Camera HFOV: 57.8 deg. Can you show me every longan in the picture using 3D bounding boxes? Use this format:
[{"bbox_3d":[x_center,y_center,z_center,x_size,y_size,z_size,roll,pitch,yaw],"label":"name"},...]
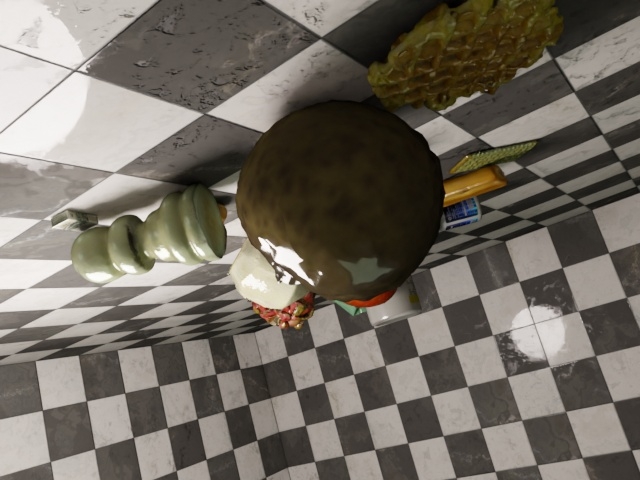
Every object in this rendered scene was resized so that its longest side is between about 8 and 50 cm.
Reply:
[{"bbox_3d":[0.043,-0.066,1.080,0.390,0.392,0.391,-15,167,-4],"label":"longan"}]

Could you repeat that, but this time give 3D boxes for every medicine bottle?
[{"bbox_3d":[0.458,-0.095,2.031,0.191,0.107,0.107,-15,167,-2],"label":"medicine bottle"},{"bbox_3d":[0.251,0.147,2.274,0.208,0.340,0.208,-15,167,-4],"label":"medicine bottle"}]

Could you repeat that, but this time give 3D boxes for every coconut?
[{"bbox_3d":[-0.130,0.086,1.725,0.247,0.245,0.245,29,156,-7],"label":"coconut"}]

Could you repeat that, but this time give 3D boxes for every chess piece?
[{"bbox_3d":[-0.392,0.001,1.295,0.330,0.183,0.182,-16,167,7],"label":"chess piece"}]

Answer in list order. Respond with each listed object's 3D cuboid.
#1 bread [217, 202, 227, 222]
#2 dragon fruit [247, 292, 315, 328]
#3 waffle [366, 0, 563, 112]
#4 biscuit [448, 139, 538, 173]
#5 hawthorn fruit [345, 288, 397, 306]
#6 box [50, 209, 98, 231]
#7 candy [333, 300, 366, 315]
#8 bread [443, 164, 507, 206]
[{"bbox_3d":[-0.318,-0.042,1.422,0.189,0.078,0.114,-15,171,-17],"label":"bread"},{"bbox_3d":[-0.132,0.230,2.342,0.296,0.263,0.314,-7,164,-36],"label":"dragon fruit"},{"bbox_3d":[0.240,-0.311,0.981,0.324,0.068,0.302,-25,164,40],"label":"waffle"},{"bbox_3d":[0.501,-0.241,1.687,0.231,0.016,0.139,-12,168,-14],"label":"biscuit"},{"bbox_3d":[0.145,0.080,2.033,0.286,0.287,0.330,-15,151,-4],"label":"hawthorn fruit"},{"bbox_3d":[-0.537,-0.042,1.270,0.054,0.024,0.083,-20,166,22],"label":"box"},{"bbox_3d":[0.108,0.169,2.381,0.171,0.263,0.398,-24,168,-6],"label":"candy"},{"bbox_3d":[0.447,-0.167,1.763,0.239,0.074,0.092,-19,160,37],"label":"bread"}]
